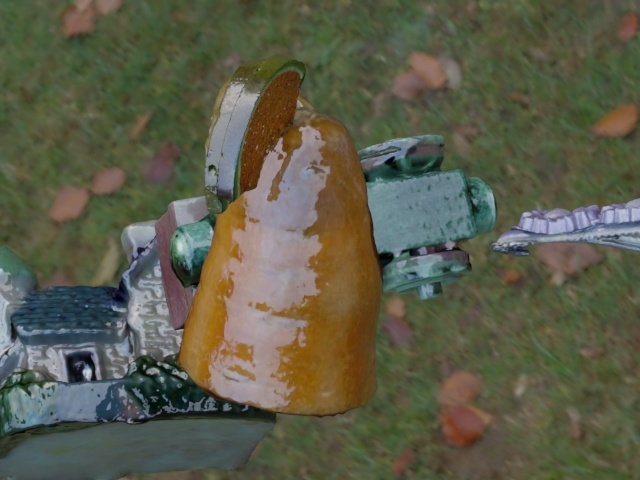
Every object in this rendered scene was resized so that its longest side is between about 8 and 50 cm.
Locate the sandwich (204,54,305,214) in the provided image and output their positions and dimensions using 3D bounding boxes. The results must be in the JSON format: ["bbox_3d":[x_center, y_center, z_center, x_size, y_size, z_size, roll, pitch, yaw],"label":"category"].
[{"bbox_3d":[-0.046,-0.083,1.114,0.029,0.067,0.135,12,53,19],"label":"sandwich"}]

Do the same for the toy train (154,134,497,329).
[{"bbox_3d":[0.000,0.000,1.480,0.304,0.221,0.150,-9,82,-20],"label":"toy train"}]

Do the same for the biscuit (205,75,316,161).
[{"bbox_3d":[-0.052,-0.081,1.748,0.260,0.041,0.203,9,99,55],"label":"biscuit"}]

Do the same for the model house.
[{"bbox_3d":[-0.224,0.107,1.768,0.298,0.243,0.284,-1,63,-17],"label":"model house"}]

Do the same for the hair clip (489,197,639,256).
[{"bbox_3d":[0.329,-0.011,1.872,0.292,0.106,0.085,-1,98,31],"label":"hair clip"}]

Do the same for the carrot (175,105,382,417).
[{"bbox_3d":[-0.025,0.007,1.224,0.159,0.159,0.225,20,117,32],"label":"carrot"}]
